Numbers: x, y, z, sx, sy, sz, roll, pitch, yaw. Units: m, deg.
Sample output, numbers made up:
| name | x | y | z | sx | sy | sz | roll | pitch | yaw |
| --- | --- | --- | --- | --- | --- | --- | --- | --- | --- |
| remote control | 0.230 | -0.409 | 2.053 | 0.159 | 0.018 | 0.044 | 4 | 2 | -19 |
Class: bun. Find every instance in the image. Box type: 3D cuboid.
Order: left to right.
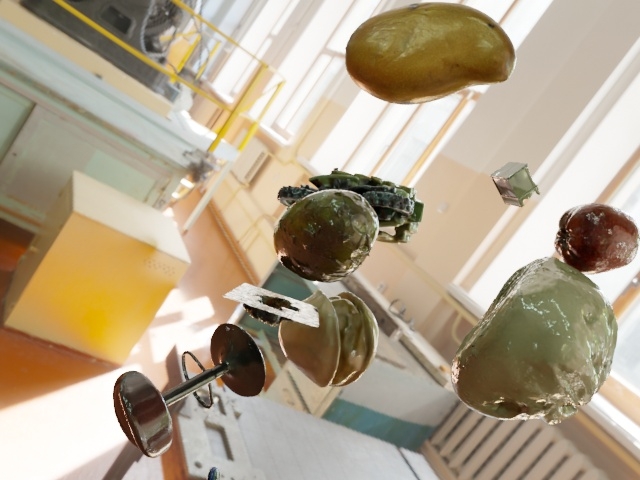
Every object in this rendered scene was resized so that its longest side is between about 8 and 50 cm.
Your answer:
| name | x | y | z | sx | sy | sz | roll | pitch | yaw |
| --- | --- | --- | --- | --- | --- | --- | --- | --- | --- |
| bun | 0.407 | 0.198 | 1.058 | 0.234 | 0.326 | 0.362 | 34 | -32 | 12 |

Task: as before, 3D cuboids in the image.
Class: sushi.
| name | x | y | z | sx | sy | sz | roll | pitch | yaw |
| --- | --- | --- | --- | --- | --- | --- | --- | --- | --- |
| sushi | -0.097 | 0.147 | 1.149 | 0.192 | 0.040 | 0.210 | 18 | 4 | 0 |

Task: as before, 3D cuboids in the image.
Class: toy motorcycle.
| name | x | y | z | sx | sy | sz | roll | pitch | yaw |
| --- | --- | --- | --- | --- | --- | --- | --- | --- | --- |
| toy motorcycle | 0.085 | -0.086 | 1.447 | 0.410 | 0.169 | 0.237 | 7 | -5 | 43 |

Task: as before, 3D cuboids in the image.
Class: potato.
| name | x | y | z | sx | sy | sz | roll | pitch | yaw |
| --- | --- | --- | --- | --- | --- | --- | --- | --- | --- |
| potato | 0.000 | 0.000 | 0.903 | 0.149 | 0.113 | 0.251 | 48 | -37 | -10 |

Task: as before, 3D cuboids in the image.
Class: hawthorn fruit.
| name | x | y | z | sx | sy | sz | roll | pitch | yaw |
| --- | --- | --- | --- | --- | --- | --- | --- | --- | --- |
| hawthorn fruit | 0.603 | -0.002 | 1.162 | 0.203 | 0.163 | 0.162 | 6 | 11 | -2 |

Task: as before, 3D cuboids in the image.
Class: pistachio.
| name | x | y | z | sx | sy | sz | roll | pitch | yaw |
| --- | --- | --- | --- | --- | --- | --- | --- | --- | --- |
| pistachio | 0.021 | 0.237 | 1.364 | 0.229 | 0.238 | 0.321 | 1 | -10 | -21 |

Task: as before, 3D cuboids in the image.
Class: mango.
| name | x | y | z | sx | sy | sz | roll | pitch | yaw |
| --- | --- | --- | --- | --- | --- | --- | --- | --- | --- |
| mango | 0.166 | -0.287 | 0.866 | 0.262 | 0.157 | 0.109 | 7 | -9 | 13 |

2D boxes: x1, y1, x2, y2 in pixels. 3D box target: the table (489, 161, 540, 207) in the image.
| name | x | y | z | sx | sy | sz | roll | pitch | yaw |
| --- | --- | --- | --- | --- | --- | --- | --- | --- | --- |
| table | 0.457 | -0.132 | 1.302 | 0.083 | 0.062 | 0.079 | 58 | -6 | -17 |

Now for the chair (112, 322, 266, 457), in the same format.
| name | x | y | z | sx | sy | sz | roll | pitch | yaw |
| --- | --- | --- | --- | --- | --- | --- | --- | --- | --- |
| chair | -0.352 | 0.380 | 1.409 | 0.226 | 0.226 | 0.401 | 39 | 34 | 23 |

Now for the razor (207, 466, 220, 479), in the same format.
| name | x | y | z | sx | sy | sz | roll | pitch | yaw |
| --- | --- | --- | --- | --- | --- | --- | --- | --- | --- |
| razor | -0.314 | 0.765 | 1.466 | 0.056 | 0.324 | 0.093 | -2 | -38 | 24 |
